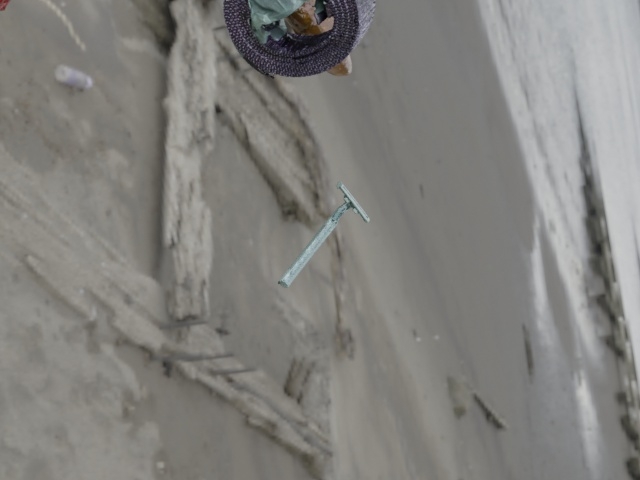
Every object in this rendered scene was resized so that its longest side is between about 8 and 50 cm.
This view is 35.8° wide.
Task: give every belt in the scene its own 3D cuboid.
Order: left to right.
[{"bbox_3d":[-0.046,-0.465,2.010,0.260,0.324,0.122,62,40,-25],"label":"belt"}]

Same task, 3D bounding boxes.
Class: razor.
[{"bbox_3d":[-0.004,0.001,1.647,0.211,0.036,0.084,-49,112,-26],"label":"razor"}]

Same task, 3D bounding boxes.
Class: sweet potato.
[{"bbox_3d":[-0.011,-0.470,2.178,0.354,0.095,0.106,49,16,-39],"label":"sweet potato"}]

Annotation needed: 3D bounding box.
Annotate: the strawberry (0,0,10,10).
[{"bbox_3d":[-0.322,-0.275,0.868,0.244,0.205,0.205,-27,109,-44],"label":"strawberry"}]
